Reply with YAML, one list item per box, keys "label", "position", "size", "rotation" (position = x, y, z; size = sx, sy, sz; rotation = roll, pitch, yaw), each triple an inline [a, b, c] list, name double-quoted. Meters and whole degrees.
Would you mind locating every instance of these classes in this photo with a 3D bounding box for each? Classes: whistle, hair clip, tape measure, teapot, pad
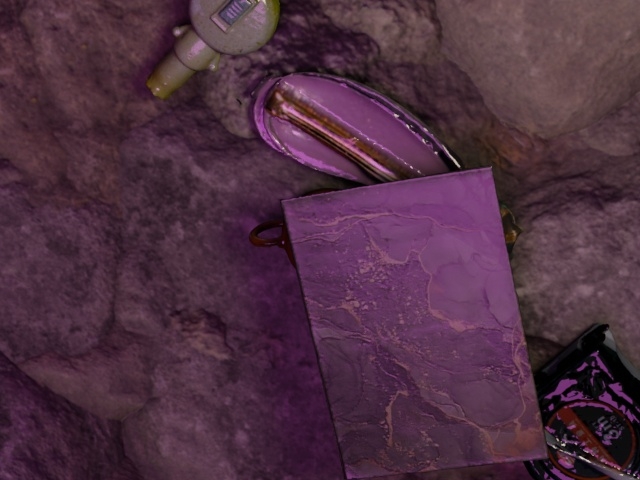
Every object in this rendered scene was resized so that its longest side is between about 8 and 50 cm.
- label: "whistle"
  position: [-0.130, -0.231, 1.859]
  size: [0.104, 0.057, 0.198]
  rotation: [45, 116, -9]
- label: "hair clip"
  position: [0.080, -0.088, 1.882]
  size: [0.359, 0.095, 0.110]
  rotation: [37, 154, 4]
- label: "tape measure"
  position: [0.320, 0.217, 1.942]
  size: [0.181, 0.107, 0.182]
  rotation: [-35, 101, 23]
- label: "teapot"
  position: [0.000, 0.000, 1.913]
  size: [0.173, 0.116, 0.116]
  rotation: [5, 117, 13]
- label: "pad"
  position: [0.110, 0.104, 1.873]
  size: [0.248, 0.007, 0.367]
  rotation: [-8, 110, 12]
